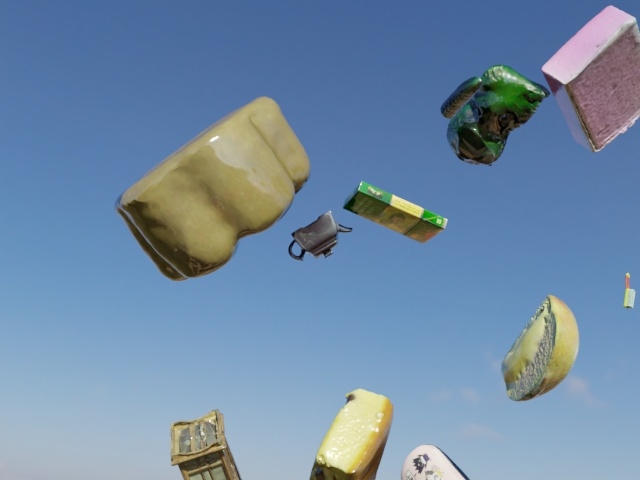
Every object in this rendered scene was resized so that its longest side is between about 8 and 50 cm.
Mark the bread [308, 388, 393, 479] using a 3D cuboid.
[{"bbox_3d":[0.032,0.368,1.071,0.077,0.138,0.361,25,-43,17],"label":"bread"}]

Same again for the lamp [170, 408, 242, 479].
[{"bbox_3d":[-0.158,0.436,1.176,0.090,0.089,0.325,-17,-63,-4],"label":"lamp"}]

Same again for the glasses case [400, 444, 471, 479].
[{"bbox_3d":[0.278,0.549,1.450,0.075,0.122,0.314,17,21,-44],"label":"glasses case"}]

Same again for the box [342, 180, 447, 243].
[{"bbox_3d":[0.183,-0.067,1.777,0.235,0.034,0.132,23,-22,-9],"label":"box"}]

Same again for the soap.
[{"bbox_3d":[0.560,-0.314,1.424,0.181,0.081,0.259,-45,-43,7],"label":"soap"}]

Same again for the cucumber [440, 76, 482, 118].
[{"bbox_3d":[0.240,-0.245,1.210,0.032,0.032,0.133,11,-14,-9],"label":"cucumber"}]

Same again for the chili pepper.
[{"bbox_3d":[0.374,-0.268,1.620,0.148,0.116,0.264,38,-44,-1],"label":"chili pepper"}]

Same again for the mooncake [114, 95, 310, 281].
[{"bbox_3d":[-0.242,-0.119,1.670,0.262,0.467,0.467,52,-36,-11],"label":"mooncake"}]

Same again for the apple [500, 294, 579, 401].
[{"bbox_3d":[0.502,0.270,1.598,0.120,0.193,0.265,19,-52,-2],"label":"apple"}]

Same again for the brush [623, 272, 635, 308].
[{"bbox_3d":[0.691,0.111,1.597,0.021,0.083,0.019,-12,-33,45],"label":"brush"}]

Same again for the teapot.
[{"bbox_3d":[0.000,0.000,1.866,0.177,0.096,0.087,-30,-12,-1],"label":"teapot"}]
